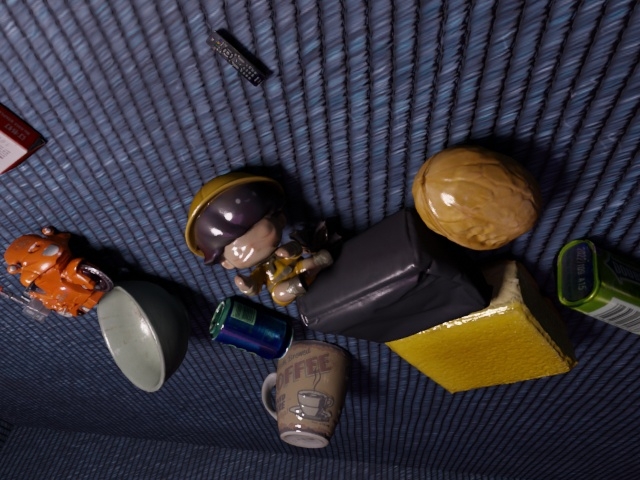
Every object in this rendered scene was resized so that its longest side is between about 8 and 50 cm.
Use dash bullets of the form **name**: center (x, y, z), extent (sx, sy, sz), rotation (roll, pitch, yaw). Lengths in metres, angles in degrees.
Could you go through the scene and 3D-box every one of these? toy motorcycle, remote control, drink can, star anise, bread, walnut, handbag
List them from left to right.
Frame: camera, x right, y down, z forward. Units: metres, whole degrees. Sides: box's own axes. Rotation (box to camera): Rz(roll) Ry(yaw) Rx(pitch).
- **toy motorcycle**: center (-0.629, 0.093, 1.011), extent (0.221, 0.148, 0.326), rotation (39, 135, -22)
- **remote control**: center (-0.117, -0.257, 0.604), extent (0.091, 0.016, 0.034), rotation (36, 149, -29)
- **drink can**: center (-0.179, 0.234, 1.122), extent (0.205, 0.118, 0.118), rotation (27, 137, -19)
- **star anise**: center (-0.002, -0.005, 0.848), extent (0.124, 0.056, 0.129), rotation (9, 155, -4)
- **handbag**: center (0.142, 0.072, 0.829), extent (0.275, 0.178, 0.302), rotation (19, 141, -40)
- **bread**: center (0.353, 0.211, 0.978), extent (0.333, 0.143, 0.323), rotation (-25, 129, 33)
- **walnut**: center (0.242, -0.066, 0.663), extent (0.207, 0.159, 0.159), rotation (19, 140, -22)

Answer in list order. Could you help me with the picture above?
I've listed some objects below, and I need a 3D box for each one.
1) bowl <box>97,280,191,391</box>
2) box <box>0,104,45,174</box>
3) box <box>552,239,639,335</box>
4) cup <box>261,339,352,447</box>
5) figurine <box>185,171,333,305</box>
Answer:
- **bowl**: center (-0.428, 0.220, 1.096), extent (0.289, 0.146, 0.289), rotation (14, 114, 35)
- **box**: center (-0.606, -0.212, 0.721), extent (0.123, 0.050, 0.229), rotation (-18, 134, 31)
- **box**: center (0.616, 0.113, 0.821), extent (0.345, 0.134, 0.097), rotation (21, 143, -13)
- **cup**: center (-0.065, 0.461, 1.267), extent (0.301, 0.257, 0.227), rotation (-19, 131, 32)
- **figurine**: center (-0.117, 0.000, 0.759), extent (0.257, 0.192, 0.167), rotation (52, 165, -3)
